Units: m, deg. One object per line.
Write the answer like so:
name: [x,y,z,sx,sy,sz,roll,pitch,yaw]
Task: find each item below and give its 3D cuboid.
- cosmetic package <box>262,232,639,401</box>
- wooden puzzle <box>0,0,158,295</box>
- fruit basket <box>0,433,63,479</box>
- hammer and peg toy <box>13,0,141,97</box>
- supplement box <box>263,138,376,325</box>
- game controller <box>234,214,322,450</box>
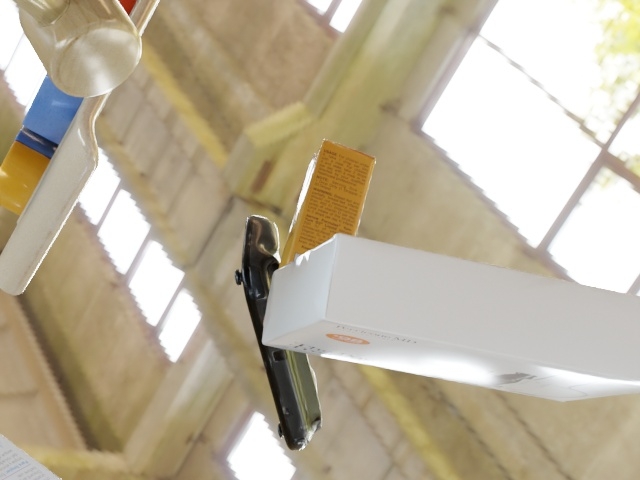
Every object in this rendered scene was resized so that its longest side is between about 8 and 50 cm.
cosmetic package: [0.152,0.091,1.520,0.377,0.097,0.284,12,166,-12]
wooden puzzle: [-0.266,-0.155,1.536,0.080,0.322,0.348,25,-127,-14]
fruit basket: [-0.384,0.186,1.172,0.353,0.327,0.165,38,-142,-27]
hammer and peg toy: [-0.305,-0.103,0.800,0.127,0.361,0.266,57,178,39]
supplement box: [0.000,0.000,1.734,0.080,0.233,0.078,17,161,-9]
game controller: [-0.057,0.124,1.903,0.067,0.319,0.166,-13,-146,0]
